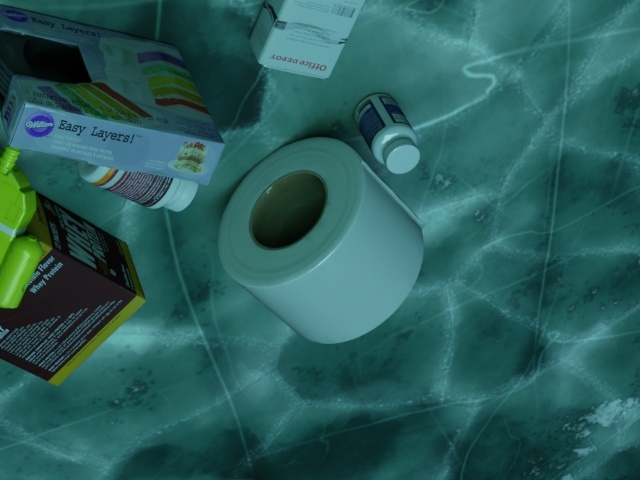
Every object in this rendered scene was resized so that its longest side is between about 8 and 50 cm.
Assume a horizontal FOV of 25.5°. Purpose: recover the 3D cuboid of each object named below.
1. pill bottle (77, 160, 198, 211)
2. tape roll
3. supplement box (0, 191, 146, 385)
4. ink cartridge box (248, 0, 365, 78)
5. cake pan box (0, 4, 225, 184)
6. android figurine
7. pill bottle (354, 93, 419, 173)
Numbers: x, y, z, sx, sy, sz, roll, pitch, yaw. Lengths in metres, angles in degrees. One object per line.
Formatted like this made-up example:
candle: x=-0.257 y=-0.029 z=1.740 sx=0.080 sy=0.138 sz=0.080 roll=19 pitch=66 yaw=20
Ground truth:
pill bottle: x=-0.243 y=-0.094 z=1.909 sx=0.152 sy=0.086 sz=0.086 roll=25 pitch=115 yaw=-36
tape roll: x=0.000 y=0.000 z=1.984 sx=0.246 sy=0.246 sz=0.169 roll=-38 pitch=133 yaw=11
supplement box: x=-0.384 y=0.064 z=1.955 sx=0.191 sy=0.129 sz=0.194 roll=-43 pitch=132 yaw=16
ink cartridge box: x=-0.015 y=-0.296 z=1.848 sx=0.109 sy=0.063 sz=0.150 roll=8 pitch=125 yaw=-29
cake pan box: x=-0.273 y=-0.179 z=1.715 sx=0.267 sy=0.246 sz=0.070 roll=10 pitch=120 yaw=-28
android figurine: x=-0.471 y=-0.018 z=1.816 sx=0.248 sy=0.056 sz=0.273 roll=31 pitch=103 yaw=4
pill bottle: x=0.096 y=-0.147 z=1.983 sx=0.067 sy=0.120 sz=0.067 roll=-11 pitch=132 yaw=-13
